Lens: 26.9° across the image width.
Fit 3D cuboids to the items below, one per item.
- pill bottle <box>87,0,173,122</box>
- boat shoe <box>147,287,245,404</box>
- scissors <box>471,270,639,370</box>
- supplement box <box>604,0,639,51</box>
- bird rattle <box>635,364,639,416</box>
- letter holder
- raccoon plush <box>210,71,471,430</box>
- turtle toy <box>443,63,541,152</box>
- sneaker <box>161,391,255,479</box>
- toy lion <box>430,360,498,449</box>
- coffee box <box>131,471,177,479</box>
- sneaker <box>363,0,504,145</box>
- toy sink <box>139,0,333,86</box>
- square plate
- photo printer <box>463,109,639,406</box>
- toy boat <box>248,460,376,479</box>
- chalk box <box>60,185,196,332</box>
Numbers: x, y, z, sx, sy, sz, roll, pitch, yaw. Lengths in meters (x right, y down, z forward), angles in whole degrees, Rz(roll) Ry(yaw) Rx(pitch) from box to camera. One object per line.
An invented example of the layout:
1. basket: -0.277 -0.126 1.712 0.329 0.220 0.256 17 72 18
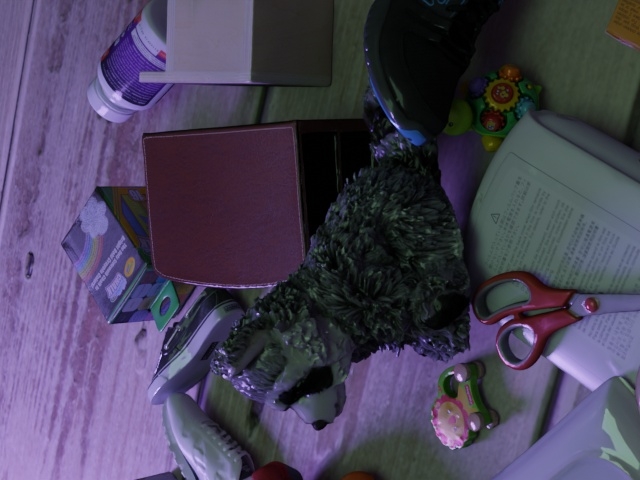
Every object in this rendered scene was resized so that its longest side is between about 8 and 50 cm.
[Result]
1. pill bottle: -0.263 -0.261 1.986 0.193 0.108 0.108 -40 66 37
2. boat shoe: -0.192 0.153 1.972 0.219 0.078 0.070 -50 61 24
3. scissors: 0.269 0.059 1.407 0.297 0.021 0.109 -29 78 51
4. supplement box: 0.386 -0.306 1.398 0.080 0.078 0.233 35 114 37
5. bird rattle: 0.414 0.139 1.312 0.207 0.143 0.253 -12 94 6
6. letter holder: -0.081 -0.048 1.803 0.302 0.152 0.214 0 94 43
7. raccoon plush: 0.000 0.000 1.607 0.216 0.299 0.446 92 170 -62
8. turtle toy: 0.197 -0.156 1.562 0.130 0.066 0.095 -22 74 0
9. sneaker: -0.149 0.315 1.943 0.095 0.090 0.235 -37 71 24
10. toy lion: 0.170 0.207 1.665 0.096 0.034 0.100 -26 74 49
11. coffee box: -0.301 0.483 2.044 0.098 0.141 0.246 46 121 31
12. sneaker: 0.141 -0.268 1.532 0.140 0.125 0.340 -11 58 33
13. toy sink: -0.119 -0.277 1.822 0.234 0.153 0.131 6 97 44
14. square plate: 0.319 0.371 1.453 0.344 0.049 0.347 51 131 13
15. photo printer: 0.295 0.015 1.478 0.307 0.107 0.256 36 119 36
16. toy boat: 0.018 0.366 1.761 0.151 0.151 0.231 -44 60 3
17. chalk box: -0.263 0.036 1.990 0.213 0.132 0.132 54 124 26
